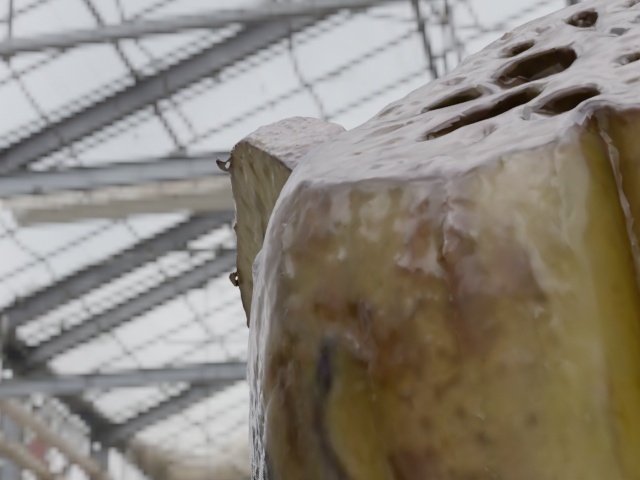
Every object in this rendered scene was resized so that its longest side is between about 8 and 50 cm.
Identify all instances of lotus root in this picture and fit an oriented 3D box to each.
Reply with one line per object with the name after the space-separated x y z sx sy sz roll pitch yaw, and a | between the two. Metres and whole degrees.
0.110 0.049 0.566 0.316 0.250 0.316 -16 7 2 | lotus root
0.000 0.000 1.186 0.074 0.170 0.260 -28 18 -22 | lotus root
